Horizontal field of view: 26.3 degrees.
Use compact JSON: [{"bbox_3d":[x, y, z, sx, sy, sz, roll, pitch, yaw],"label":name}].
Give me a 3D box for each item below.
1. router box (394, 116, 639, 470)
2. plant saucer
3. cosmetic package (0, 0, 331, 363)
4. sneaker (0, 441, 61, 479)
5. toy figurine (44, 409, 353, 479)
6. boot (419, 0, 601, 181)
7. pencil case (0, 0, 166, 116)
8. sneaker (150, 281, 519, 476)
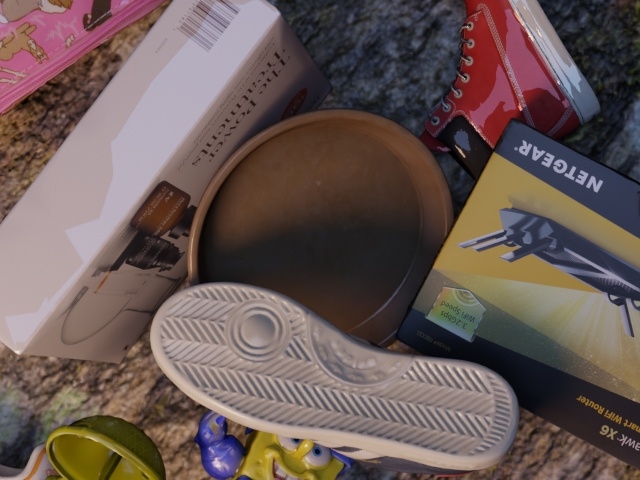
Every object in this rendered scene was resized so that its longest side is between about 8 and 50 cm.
[{"bbox_3d":[0.262,0.057,1.322,0.308,0.081,0.243,27,99,5],"label":"router box"},{"bbox_3d":[0.000,0.000,1.347,0.277,0.041,0.278,-8,113,-18],"label":"plant saucer"},{"bbox_3d":[-0.156,-0.057,1.319,0.097,0.284,0.377,38,91,10],"label":"cosmetic package"},{"bbox_3d":[-0.418,0.271,1.406,0.321,0.126,0.128,-4,89,-4],"label":"sneaker"},{"bbox_3d":[-0.076,0.234,1.366,0.362,0.191,0.217,34,56,-3],"label":"toy figurine"},{"bbox_3d":[0.147,-0.187,1.392,0.176,0.088,0.244,-31,85,6],"label":"boot"},{"bbox_3d":[-0.303,-0.239,1.424,0.386,0.167,0.160,-33,116,4],"label":"pencil case"},{"bbox_3d":[0.007,0.147,1.296,0.350,0.148,0.131,20,71,5],"label":"sneaker"}]
